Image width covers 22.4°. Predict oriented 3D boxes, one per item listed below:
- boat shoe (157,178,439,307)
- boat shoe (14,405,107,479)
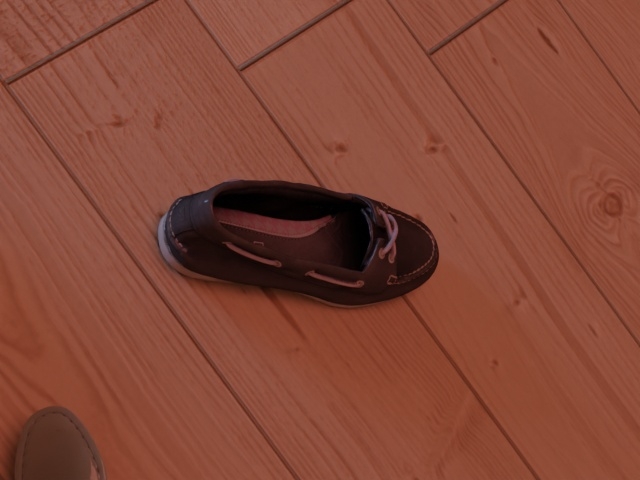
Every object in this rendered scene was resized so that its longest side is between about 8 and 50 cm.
[{"bbox_3d":[0.000,0.000,1.644,0.335,0.095,0.112,5,67,-32],"label":"boat shoe"},{"bbox_3d":[-0.210,0.258,1.406,0.081,0.069,0.228,-16,74,-2],"label":"boat shoe"}]
